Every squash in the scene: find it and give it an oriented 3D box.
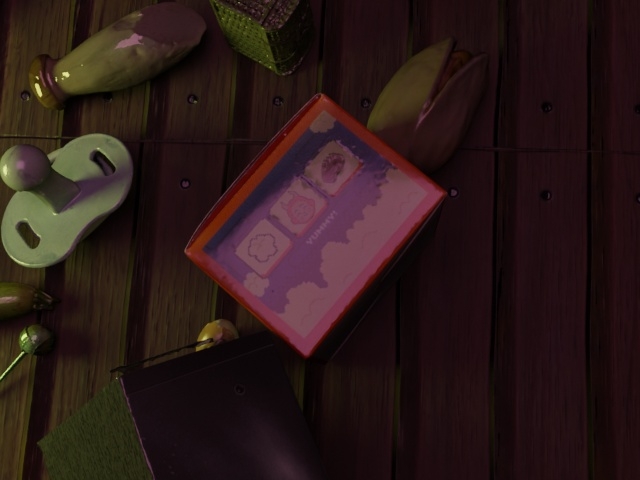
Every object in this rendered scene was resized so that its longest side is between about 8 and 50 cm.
[{"bbox_3d":[-0.581,0.111,1.466,0.200,0.090,0.075,-11,48,-10],"label":"squash"}]

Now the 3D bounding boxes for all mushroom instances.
[{"bbox_3d":[-0.381,-0.347,1.504,0.350,0.128,0.128,-19,79,6],"label":"mushroom"}]

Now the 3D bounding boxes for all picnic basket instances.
[{"bbox_3d":[-0.090,-0.409,1.451,0.154,0.196,0.134,28,81,10],"label":"picnic basket"}]

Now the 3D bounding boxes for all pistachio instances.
[{"bbox_3d":[0.187,-0.236,1.395,0.166,0.197,0.288,27,72,5],"label":"pistachio"}]

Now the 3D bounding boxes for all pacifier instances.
[{"bbox_3d":[-0.480,-0.102,1.420,0.287,0.226,0.238,-41,61,-4],"label":"pacifier"}]

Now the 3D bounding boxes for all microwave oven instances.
[{"bbox_3d":[-0.206,0.368,1.183,0.236,0.432,0.374,-16,76,-37],"label":"microwave oven"}]

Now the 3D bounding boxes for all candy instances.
[{"bbox_3d":[-0.563,0.234,1.458,0.061,0.061,0.202,43,94,10],"label":"candy"}]

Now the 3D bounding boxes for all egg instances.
[{"bbox_3d":[-0.183,0.182,1.418,0.083,0.071,0.071,-41,79,10],"label":"egg"}]

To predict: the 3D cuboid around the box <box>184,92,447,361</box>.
[{"bbox_3d":[0.000,0.000,1.293,0.257,0.349,0.318,39,86,10],"label":"box"}]
